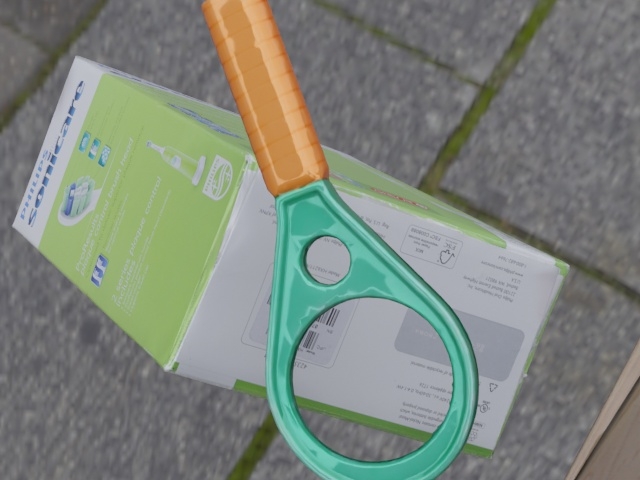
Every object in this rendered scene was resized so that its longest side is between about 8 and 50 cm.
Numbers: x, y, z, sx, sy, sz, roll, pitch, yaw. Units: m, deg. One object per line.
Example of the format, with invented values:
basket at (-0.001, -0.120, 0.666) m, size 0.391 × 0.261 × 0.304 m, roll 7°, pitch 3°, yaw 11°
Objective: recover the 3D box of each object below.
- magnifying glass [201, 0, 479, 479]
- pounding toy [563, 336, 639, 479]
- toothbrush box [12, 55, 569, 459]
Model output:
magnifying glass at (0.000, 0.000, 0.824) m, size 0.092 × 0.026 × 0.231 m, roll -21°, pitch 85°, yaw 12°
pounding toy at (0.132, -0.015, 0.345) m, size 0.094 × 0.206 × 0.181 m, roll 29°, pitch 60°, yaw 8°
toothbrush box at (-0.028, 0.003, 1.083) m, size 0.206 × 0.283 × 0.122 m, roll 18°, pitch 98°, yaw -29°
